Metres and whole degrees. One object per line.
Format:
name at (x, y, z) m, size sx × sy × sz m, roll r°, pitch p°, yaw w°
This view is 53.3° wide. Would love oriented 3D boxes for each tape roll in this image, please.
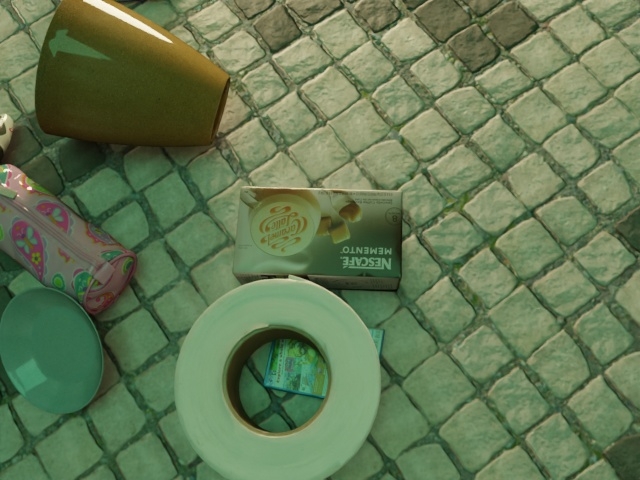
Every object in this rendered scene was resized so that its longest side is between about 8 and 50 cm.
tape roll at (-0.056, 0.199, 0.901) m, size 0.285 × 0.100 × 0.287 m, roll -1°, pitch 73°, yaw 4°

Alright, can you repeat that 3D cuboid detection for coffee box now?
coffee box at (0.000, 0.000, 0.977) m, size 0.246 × 0.098 × 0.141 m, roll 3°, pitch 72°, yaw 4°

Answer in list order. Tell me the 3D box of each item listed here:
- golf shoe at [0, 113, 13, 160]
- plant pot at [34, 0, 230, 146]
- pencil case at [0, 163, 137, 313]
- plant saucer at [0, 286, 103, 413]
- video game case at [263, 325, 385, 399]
golf shoe at (-0.661, -0.183, 1.089) m, size 0.272 × 0.105 × 0.120 m, roll 14°, pitch 56°, yaw 3°
plant pot at (-0.282, -0.249, 1.024) m, size 0.254 × 0.237 × 0.237 m, roll 16°, pitch 73°, yaw -6°
pencil case at (-0.424, -0.006, 0.994) m, size 0.284 × 0.124 × 0.124 m, roll 35°, pitch 77°, yaw 12°
plant saucer at (-0.393, 0.160, 0.954) m, size 0.194 × 0.037 × 0.195 m, roll 3°, pitch 100°, yaw 19°
video game case at (0.006, 0.178, 0.964) m, size 0.166 × 0.015 × 0.119 m, roll 10°, pitch 74°, yaw 6°
